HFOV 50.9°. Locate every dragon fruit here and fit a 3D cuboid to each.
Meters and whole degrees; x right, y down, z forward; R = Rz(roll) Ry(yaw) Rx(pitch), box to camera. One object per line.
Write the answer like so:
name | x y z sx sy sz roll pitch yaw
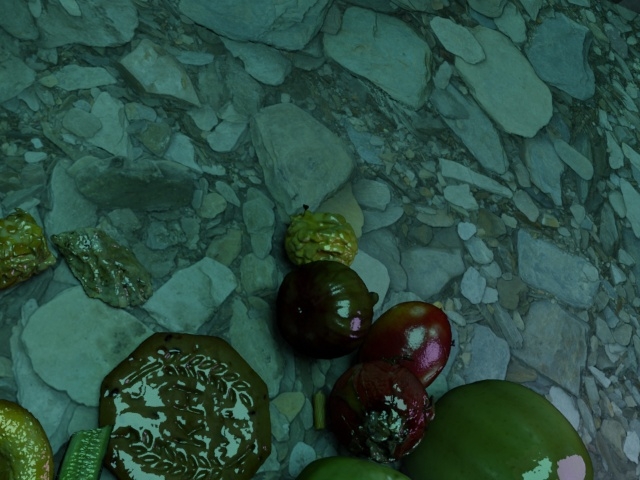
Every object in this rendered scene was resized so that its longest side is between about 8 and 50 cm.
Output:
dragon fruit | 0.117 0.365 1.345 0.218 0.223 0.148 61 16 -12

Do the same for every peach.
peach | 0.191 0.238 1.490 0.226 0.190 0.196 -45 106 -21

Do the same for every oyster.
oyster | -0.420 0.045 1.338 0.133 0.072 0.209 -37 87 -35

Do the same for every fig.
fig | 0.055 0.142 1.489 0.320 0.217 0.217 -5 65 -52

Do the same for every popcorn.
popcorn | 0.000 0.000 1.561 0.180 0.180 0.170 -3 93 -31

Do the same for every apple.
apple | 0.395 0.467 1.426 0.320 0.360 0.311 -52 135 -7

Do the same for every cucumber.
cucumber | -0.403 0.400 1.107 0.070 0.046 0.220 24 38 -21

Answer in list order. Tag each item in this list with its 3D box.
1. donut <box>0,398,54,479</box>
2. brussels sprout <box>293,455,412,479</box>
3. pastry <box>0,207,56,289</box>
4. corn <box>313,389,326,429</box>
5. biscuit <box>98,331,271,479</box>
donut | -0.542 0.373 1.067 0.253 0.118 0.254 8 74 -31
brussels sprout | 0.064 0.549 1.228 0.327 0.247 0.328 4 66 -10
pastry | -0.613 0.043 1.208 0.250 0.102 0.154 -31 83 -40
corn | -0.001 0.360 1.428 0.028 0.027 0.083 36 45 -50
biscuit | -0.251 0.341 1.286 0.359 0.046 0.359 13 59 -22
